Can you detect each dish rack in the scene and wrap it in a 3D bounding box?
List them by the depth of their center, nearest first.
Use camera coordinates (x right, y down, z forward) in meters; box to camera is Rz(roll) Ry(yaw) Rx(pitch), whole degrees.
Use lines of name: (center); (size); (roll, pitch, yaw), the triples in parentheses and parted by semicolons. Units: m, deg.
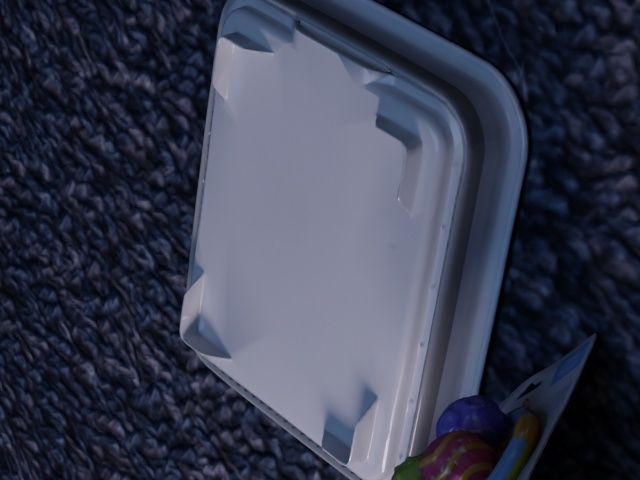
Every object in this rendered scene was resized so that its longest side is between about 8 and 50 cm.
dish rack: (0.000, 0.000, 1.297); (0.285, 0.072, 0.333); (34, 126, 40)

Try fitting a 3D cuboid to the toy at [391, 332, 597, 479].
toy: (0.075, 0.151, 1.128); (0.056, 0.237, 0.137); (37, 138, -9)
